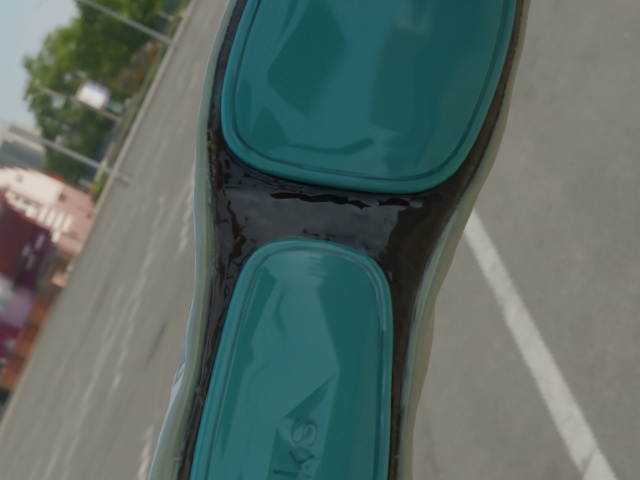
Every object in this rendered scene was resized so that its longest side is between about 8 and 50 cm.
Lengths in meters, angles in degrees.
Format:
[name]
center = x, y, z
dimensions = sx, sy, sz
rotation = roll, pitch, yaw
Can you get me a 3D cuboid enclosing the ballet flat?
[ballet flat]
center = 0.000, 0.000, 0.376
dimensions = 0.086, 0.086, 0.249
rotation = 141, 147, -68
